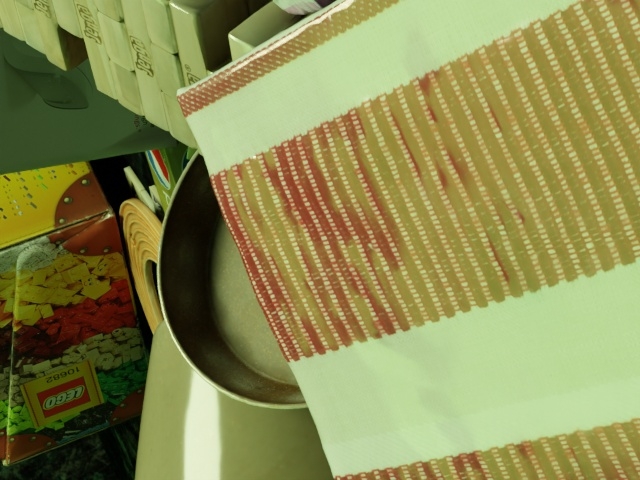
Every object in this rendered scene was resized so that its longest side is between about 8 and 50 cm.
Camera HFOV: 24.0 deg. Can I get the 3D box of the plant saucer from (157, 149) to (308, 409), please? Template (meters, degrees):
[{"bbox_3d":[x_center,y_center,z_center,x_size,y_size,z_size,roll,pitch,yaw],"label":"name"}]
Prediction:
[{"bbox_3d":[0.000,0.000,0.709,0.029,0.168,0.168,34,-163,-54],"label":"plant saucer"}]

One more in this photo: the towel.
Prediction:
[{"bbox_3d":[0.084,0.061,0.526,0.237,0.037,0.329,-21,93,47],"label":"towel"}]

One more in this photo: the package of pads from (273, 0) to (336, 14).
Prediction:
[{"bbox_3d":[0.014,-0.123,0.574,0.032,0.083,0.050,46,172,-20],"label":"package of pads"}]

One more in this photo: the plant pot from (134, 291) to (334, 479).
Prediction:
[{"bbox_3d":[-0.001,0.146,0.792,0.263,0.263,0.229,127,135,-73],"label":"plant pot"}]

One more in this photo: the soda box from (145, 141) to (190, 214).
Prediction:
[{"bbox_3d":[-0.082,-0.041,1.066,0.061,0.058,0.181,41,151,55],"label":"soda box"}]

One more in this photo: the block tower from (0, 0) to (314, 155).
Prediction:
[{"bbox_3d":[-0.093,-0.134,0.700,0.335,0.091,0.097,31,147,29],"label":"block tower"}]

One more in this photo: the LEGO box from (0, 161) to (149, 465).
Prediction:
[{"bbox_3d":[-0.372,-0.067,1.671,0.372,0.193,0.500,88,158,-54],"label":"LEGO box"}]

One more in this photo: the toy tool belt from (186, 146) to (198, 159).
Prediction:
[{"bbox_3d":[-0.059,-0.039,1.004,0.052,0.051,0.083,48,157,49],"label":"toy tool belt"}]

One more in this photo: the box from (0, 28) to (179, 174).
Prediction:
[{"bbox_3d":[-0.218,-0.174,0.895,0.127,0.231,0.262,-152,53,-61],"label":"box"}]

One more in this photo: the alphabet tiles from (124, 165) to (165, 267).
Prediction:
[{"bbox_3d":[-0.129,0.040,1.437,0.237,0.009,0.198,52,160,39],"label":"alphabet tiles"}]

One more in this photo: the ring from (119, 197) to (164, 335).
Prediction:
[{"bbox_3d":[-0.102,0.113,1.385,0.337,0.032,0.337,58,163,29],"label":"ring"}]
